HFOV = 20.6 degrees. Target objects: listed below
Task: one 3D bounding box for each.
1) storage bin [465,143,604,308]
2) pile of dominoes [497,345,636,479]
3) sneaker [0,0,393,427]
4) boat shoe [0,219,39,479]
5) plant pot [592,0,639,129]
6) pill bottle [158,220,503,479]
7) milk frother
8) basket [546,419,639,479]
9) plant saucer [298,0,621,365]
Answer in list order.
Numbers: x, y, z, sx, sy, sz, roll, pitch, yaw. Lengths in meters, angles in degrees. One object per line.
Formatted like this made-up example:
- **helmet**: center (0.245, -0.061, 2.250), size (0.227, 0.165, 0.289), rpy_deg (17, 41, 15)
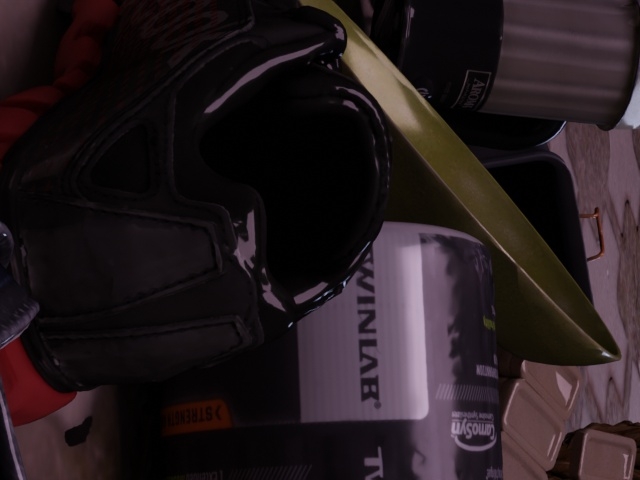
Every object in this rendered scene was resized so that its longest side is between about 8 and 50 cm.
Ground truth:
- **storage bin**: center (0.137, -0.012, 1.175), size (0.091, 0.098, 0.135), rpy_deg (-82, 161, -63)
- **pile of dominoes**: center (0.070, 0.167, 0.890), size (0.196, 0.040, 0.251), rpy_deg (45, 60, -42)
- **sneaker**: center (-0.033, -0.037, 0.580), size (0.276, 0.135, 0.098), rpy_deg (-66, 144, -59)
- **boat shoe**: center (-0.111, 0.010, 0.375), size (0.108, 0.102, 0.301), rpy_deg (-45, 128, -67)
- **plant pot**: center (0.244, -0.232, 1.361), size (0.256, 0.256, 0.274), rpy_deg (-71, 166, -52)
- **pill bottle**: center (0.006, 0.123, 0.659), size (0.130, 0.130, 0.246), rpy_deg (25, 61, -69)
- **milk frother**: center (0.096, -0.131, 0.996), size (0.129, 0.134, 0.143), rpy_deg (131, -37, -71)
- **basket**: center (0.217, 0.282, 1.135), size (0.223, 0.213, 0.299), rpy_deg (-37, 121, -65)
- **plant saucer**: center (0.048, -0.028, 0.816), size (0.241, 0.037, 0.241), rpy_deg (47, 10, -10)
